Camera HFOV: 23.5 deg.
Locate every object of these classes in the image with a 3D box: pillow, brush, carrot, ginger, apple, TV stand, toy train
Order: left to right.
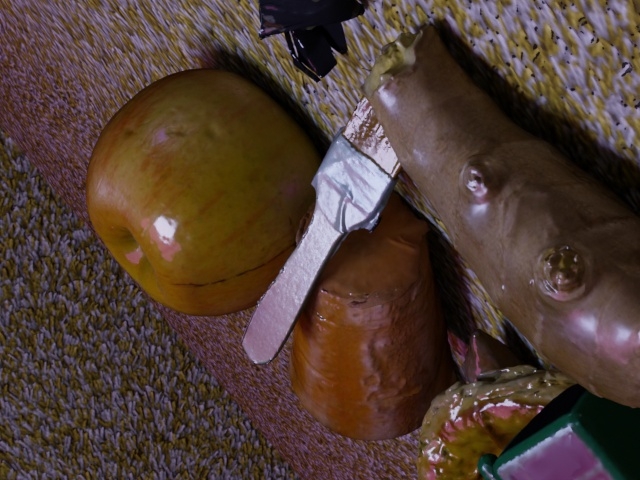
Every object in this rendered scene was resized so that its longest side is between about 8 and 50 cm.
[{"bbox_3d":[-0.124,-0.049,1.707,0.286,0.233,0.286,44,163,17],"label":"apple"},{"bbox_3d":[-0.020,-0.231,1.323,0.036,0.042,0.249,43,164,30],"label":"TV stand"},{"bbox_3d":[-0.014,-0.219,1.252,0.090,0.048,0.150,2,152,7],"label":"pillow"},{"bbox_3d":[0.000,0.000,1.501,0.085,0.020,0.336,42,125,15],"label":"brush"},{"bbox_3d":[0.062,0.075,1.649,0.196,0.196,0.254,42,155,23],"label":"carrot"},{"bbox_3d":[0.205,0.188,1.649,0.102,0.102,0.263,30,153,50],"label":"carrot"},{"bbox_3d":[0.190,-0.016,1.210,0.236,0.166,0.375,14,-137,-46],"label":"ginger"},{"bbox_3d":[0.229,0.276,1.361,0.249,0.178,0.429,52,132,4],"label":"toy train"}]

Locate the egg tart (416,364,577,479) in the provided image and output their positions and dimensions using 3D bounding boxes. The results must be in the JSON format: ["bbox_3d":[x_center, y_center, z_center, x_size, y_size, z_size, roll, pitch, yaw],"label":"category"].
[{"bbox_3d":[0.231,0.233,1.518,0.294,0.116,0.295,15,126,22],"label":"egg tart"}]

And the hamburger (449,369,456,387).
[{"bbox_3d":[0.071,0.164,1.881,0.175,0.137,0.175,46,163,19],"label":"hamburger"}]
